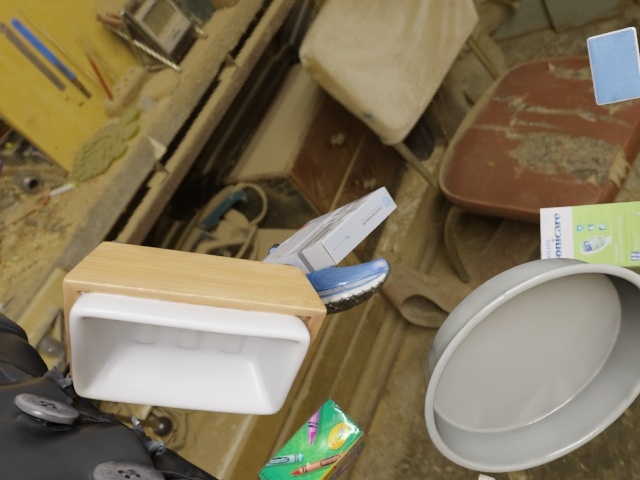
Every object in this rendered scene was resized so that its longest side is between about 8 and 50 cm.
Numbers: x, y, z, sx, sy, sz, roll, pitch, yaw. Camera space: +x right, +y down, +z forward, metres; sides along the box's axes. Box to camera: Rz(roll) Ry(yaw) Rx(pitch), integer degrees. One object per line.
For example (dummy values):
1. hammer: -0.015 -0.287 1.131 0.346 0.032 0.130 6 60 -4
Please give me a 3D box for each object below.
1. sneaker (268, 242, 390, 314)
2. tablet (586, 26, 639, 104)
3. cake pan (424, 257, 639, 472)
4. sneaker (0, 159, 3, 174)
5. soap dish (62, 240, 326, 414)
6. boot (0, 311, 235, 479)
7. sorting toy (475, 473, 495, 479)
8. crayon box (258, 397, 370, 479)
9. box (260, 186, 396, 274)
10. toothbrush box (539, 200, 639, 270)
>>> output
1. sneaker: -0.035 0.066 1.147 0.329 0.130 0.147 -10 75 -3
2. tablet: 0.357 -0.209 0.758 0.054 0.083 0.006 -6 17 32
3. cake pan: 0.246 0.140 0.711 0.293 0.293 0.054 -36 33 5
4. sneaker: -0.426 -0.117 0.661 0.236 0.095 0.105 16 74 22
5. soap dish: -0.161 0.114 0.786 0.290 0.229 0.118 8 48 -12
6. boot: -0.198 0.163 0.318 0.445 0.367 0.146 26 102 28
7. sorting toy: 0.184 0.502 0.973 0.089 0.255 0.257 15 64 16
8. crayon box: 0.000 0.381 1.104 0.081 0.278 0.165 42 79 19
9. box: 0.000 0.000 0.880 0.145 0.038 0.186 -42 13 -37
10. toothbrush box: 0.579 0.000 1.182 0.283 0.206 0.122 -2 83 29
